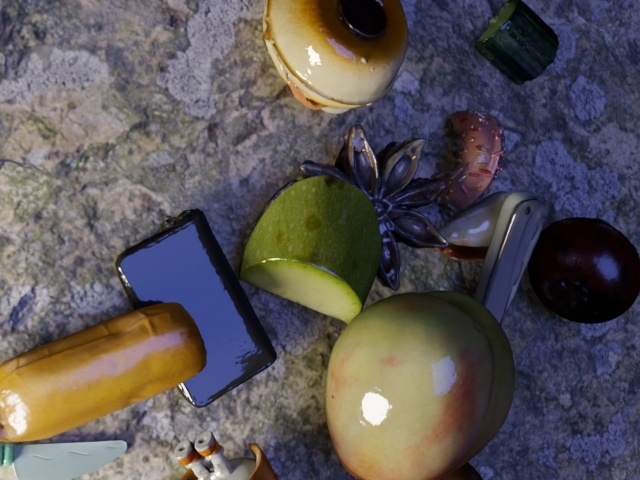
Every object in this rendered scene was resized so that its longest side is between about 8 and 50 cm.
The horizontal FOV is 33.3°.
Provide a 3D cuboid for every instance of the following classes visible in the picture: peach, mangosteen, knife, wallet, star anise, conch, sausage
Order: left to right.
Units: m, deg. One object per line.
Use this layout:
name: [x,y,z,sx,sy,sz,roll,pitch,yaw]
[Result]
knife: [-0.363,0.272,1.324,0.260,0.034,0.063,10,86,-31]
sausage: [-0.301,0.171,1.316,0.328,0.112,0.112,-20,96,-18]
wallet: [-0.170,0.090,1.435,0.149,0.044,0.250,-32,101,-22]
star anise: [0.068,-0.045,1.539,0.235,0.109,0.223,9,87,-14]
peach: [0.131,0.205,1.453,0.247,0.292,0.292,22,72,13]
conch: [0.255,-0.011,1.644,0.176,0.104,0.094,-31,82,-25]
knife: [0.277,0.050,1.615,0.073,0.040,0.266,5,113,-28]
mangosteen: [0.424,0.037,1.700,0.199,0.200,0.200,2,85,-28]

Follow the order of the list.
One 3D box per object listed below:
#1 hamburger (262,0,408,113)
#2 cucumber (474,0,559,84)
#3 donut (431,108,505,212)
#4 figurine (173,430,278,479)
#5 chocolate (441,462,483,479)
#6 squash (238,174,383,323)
hamburger: [0.021,-0.296,1.510,0.236,0.147,0.237,11,69,-29]
cucumber: [0.324,-0.328,1.725,0.115,0.062,0.116,37,71,-25]
donut: [0.230,-0.128,1.627,0.065,0.117,0.166,17,78,-31]
figurine: [-0.101,0.362,1.411,0.143,0.143,0.271,-52,129,-22]
chocolate: [0.189,0.384,1.583,0.124,0.127,0.133,-5,74,-59]
squash: [0.003,0.006,1.438,0.191,0.085,0.184,21,93,-12]
